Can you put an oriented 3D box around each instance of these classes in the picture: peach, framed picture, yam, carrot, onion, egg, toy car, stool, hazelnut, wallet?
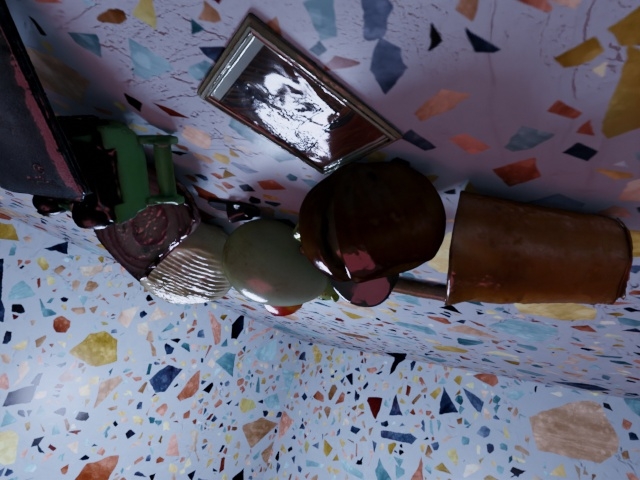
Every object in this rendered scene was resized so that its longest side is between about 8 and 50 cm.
[{"bbox_3d":[-0.153,0.177,1.430,0.192,0.191,0.190,2,162,-12],"label":"peach"},{"bbox_3d":[-0.039,-0.194,0.623,0.273,0.016,0.216,28,157,-26],"label":"framed picture"},{"bbox_3d":[0.268,0.142,1.198,0.263,0.046,0.046,9,158,21],"label":"yam"},{"bbox_3d":[0.339,0.026,0.645,0.253,0.196,0.196,6,157,18],"label":"carrot"},{"bbox_3d":[-0.436,-0.084,1.018,0.314,0.146,0.280,-37,91,29],"label":"onion"},{"bbox_3d":[-0.114,0.066,1.061,0.295,0.219,0.218,25,159,-19],"label":"egg"},{"bbox_3d":[-0.477,-0.155,0.840,0.358,0.176,0.214,13,116,29],"label":"toy car"},{"bbox_3d":[0.122,0.047,0.920,0.153,0.139,0.228,44,127,4],"label":"stool"},{"bbox_3d":[0.088,-0.034,0.700,0.251,0.218,0.217,-9,149,31],"label":"hazelnut"},{"bbox_3d":[-0.507,-0.233,0.627,0.190,0.046,0.380,10,129,12],"label":"wallet"}]

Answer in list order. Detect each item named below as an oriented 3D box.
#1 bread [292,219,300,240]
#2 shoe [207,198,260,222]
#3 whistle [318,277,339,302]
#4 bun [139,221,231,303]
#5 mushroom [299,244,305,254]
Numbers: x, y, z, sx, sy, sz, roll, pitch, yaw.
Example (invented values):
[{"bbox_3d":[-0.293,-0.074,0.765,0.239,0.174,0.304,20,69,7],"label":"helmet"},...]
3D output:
[{"bbox_3d":[0.012,-0.028,0.862,0.114,0.129,0.111,31,175,-11],"label":"bread"},{"bbox_3d":[-0.232,-0.071,1.052,0.159,0.053,0.062,13,156,21],"label":"shoe"},{"bbox_3d":[0.070,0.116,1.164,0.293,0.141,0.141,2,155,35],"label":"whistle"},{"bbox_3d":[-0.413,0.051,1.272,0.325,0.235,0.362,11,141,-7],"label":"bun"},{"bbox_3d":[0.000,-0.008,0.978,0.109,0.085,0.126,-15,155,8],"label":"mushroom"}]
